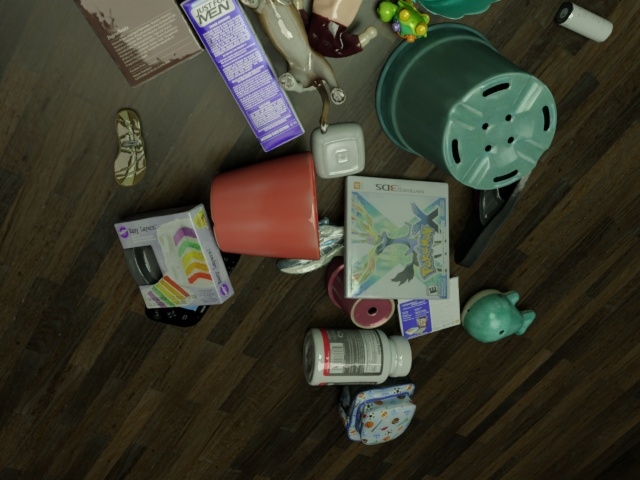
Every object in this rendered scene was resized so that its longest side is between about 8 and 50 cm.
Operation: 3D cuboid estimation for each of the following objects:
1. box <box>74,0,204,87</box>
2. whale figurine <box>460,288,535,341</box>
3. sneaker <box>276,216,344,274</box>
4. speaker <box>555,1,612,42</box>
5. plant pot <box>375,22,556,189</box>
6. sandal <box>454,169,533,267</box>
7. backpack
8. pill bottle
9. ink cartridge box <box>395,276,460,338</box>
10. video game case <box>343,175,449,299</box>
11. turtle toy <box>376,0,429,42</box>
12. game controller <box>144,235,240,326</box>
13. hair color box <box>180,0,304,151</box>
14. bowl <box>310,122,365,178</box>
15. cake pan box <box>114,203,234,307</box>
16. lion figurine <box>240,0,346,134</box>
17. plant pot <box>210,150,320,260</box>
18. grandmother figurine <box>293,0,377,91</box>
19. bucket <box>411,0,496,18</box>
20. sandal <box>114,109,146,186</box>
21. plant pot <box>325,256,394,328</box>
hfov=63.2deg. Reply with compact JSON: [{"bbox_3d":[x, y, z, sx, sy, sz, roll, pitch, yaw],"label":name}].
[{"bbox_3d":[-0.355,-0.449,1.041,0.167,0.168,0.203,-26,123,4],"label":"box"},{"bbox_3d":[0.601,0.267,1.715,0.272,0.141,0.216,17,115,-23],"label":"whale figurine"},{"bbox_3d":[0.000,0.000,1.453,0.283,0.110,0.122,-23,105,-2],"label":"sneaker"},{"bbox_3d":[0.657,-0.542,1.293,0.136,0.055,0.055,12,117,-20],"label":"speaker"},{"bbox_3d":[0.336,-0.298,1.200,0.341,0.334,0.341,-6,121,-9],"label":"plant pot"},{"bbox_3d":[0.469,-0.122,1.447,0.107,0.167,0.445,21,114,-5],"label":"sandal"},{"bbox_3d":[0.188,0.564,1.769,0.277,0.213,0.263,-1,131,-16],"label":"backpack"},{"bbox_3d":[0.116,0.365,1.638,0.319,0.176,0.176,3,119,-15],"label":"pill bottle"},{"bbox_3d":[0.347,0.211,1.678,0.206,0.045,0.208,-15,125,-4],"label":"ink cartridge box"},{"bbox_3d":[0.210,-0.005,1.415,0.300,0.036,0.328,2,84,-15],"label":"video game case"},{"bbox_3d":[0.191,-0.506,1.191,0.130,0.095,0.066,35,131,-12],"label":"turtle toy"},{"bbox_3d":[-0.353,0.112,1.441,0.167,0.067,0.319,25,113,-25],"label":"game controller"},{"bbox_3d":[-0.161,-0.381,1.119,0.110,0.185,0.338,-25,122,5],"label":"hair color box"},{"bbox_3d":[0.049,-0.225,1.342,0.142,0.053,0.141,-10,122,-5],"label":"bowl"},{"bbox_3d":[-0.368,0.045,1.296,0.267,0.070,0.245,-5,108,28],"label":"cake pan box"},{"bbox_3d":[-0.063,-0.425,1.063,0.142,0.240,0.392,-18,116,4],"label":"lion figurine"},{"bbox_3d":[-0.130,-0.077,1.282,0.243,0.275,0.274,-4,122,1],"label":"plant pot"},{"bbox_3d":[0.026,-0.490,1.156,0.208,0.104,0.342,29,116,4],"label":"grandmother figurine"},{"bbox_3d":[0.273,-0.618,1.082,0.281,0.183,0.281,-6,121,-10],"label":"bucket"},{"bbox_3d":[-0.453,-0.219,1.234,0.072,0.049,0.180,-3,106,-18],"label":"sandal"},{"bbox_3d":[0.127,0.150,1.510,0.202,0.180,0.201,-6,121,-10],"label":"plant pot"}]
